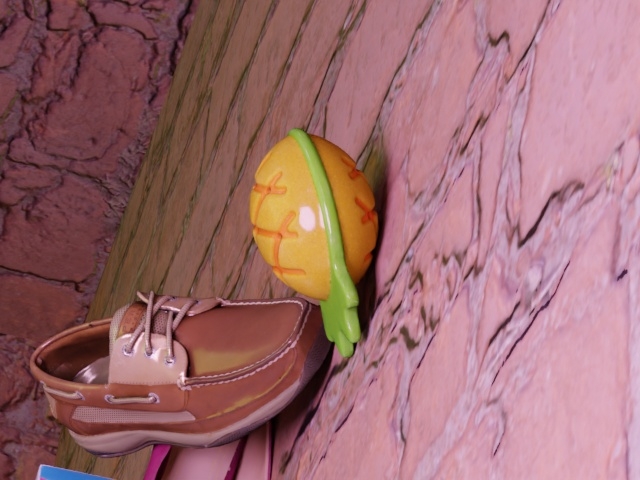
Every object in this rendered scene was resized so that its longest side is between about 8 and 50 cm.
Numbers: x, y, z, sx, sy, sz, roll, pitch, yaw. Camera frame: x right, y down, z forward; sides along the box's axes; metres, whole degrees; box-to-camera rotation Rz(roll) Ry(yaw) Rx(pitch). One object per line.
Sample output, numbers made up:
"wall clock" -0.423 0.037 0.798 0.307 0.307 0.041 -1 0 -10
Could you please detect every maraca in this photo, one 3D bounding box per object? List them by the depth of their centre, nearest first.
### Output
"maraca" 0.000 0.000 1.562 0.127 0.099 0.186 104 151 -71

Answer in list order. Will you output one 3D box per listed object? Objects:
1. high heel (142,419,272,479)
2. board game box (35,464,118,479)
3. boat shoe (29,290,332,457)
"high heel" -0.093 0.200 1.722 0.377 0.127 0.181 -112 44 -65
"board game box" -0.115 0.300 1.414 0.303 0.224 0.098 -101 26 -64
"boat shoe" -0.134 0.107 1.706 0.324 0.120 0.123 -20 36 40
